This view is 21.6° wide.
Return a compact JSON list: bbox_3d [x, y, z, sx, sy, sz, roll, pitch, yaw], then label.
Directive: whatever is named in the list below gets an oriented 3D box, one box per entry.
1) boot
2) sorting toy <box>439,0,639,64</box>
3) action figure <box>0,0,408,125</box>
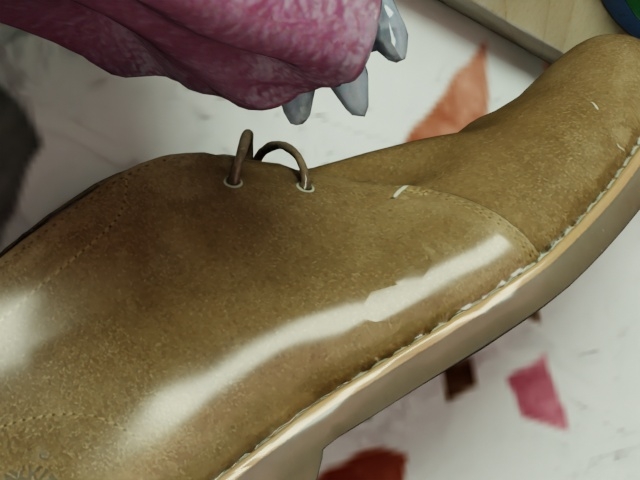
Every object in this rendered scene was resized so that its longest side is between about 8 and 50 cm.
[{"bbox_3d":[0.000,0.000,0.525,0.305,0.112,0.115,-37,91,-27],"label":"boot"},{"bbox_3d":[0.124,-0.195,0.591,0.255,0.089,0.257,25,85,-25],"label":"sorting toy"},{"bbox_3d":[-0.138,-0.142,0.353,0.370,0.248,0.275,15,79,-42],"label":"action figure"}]
